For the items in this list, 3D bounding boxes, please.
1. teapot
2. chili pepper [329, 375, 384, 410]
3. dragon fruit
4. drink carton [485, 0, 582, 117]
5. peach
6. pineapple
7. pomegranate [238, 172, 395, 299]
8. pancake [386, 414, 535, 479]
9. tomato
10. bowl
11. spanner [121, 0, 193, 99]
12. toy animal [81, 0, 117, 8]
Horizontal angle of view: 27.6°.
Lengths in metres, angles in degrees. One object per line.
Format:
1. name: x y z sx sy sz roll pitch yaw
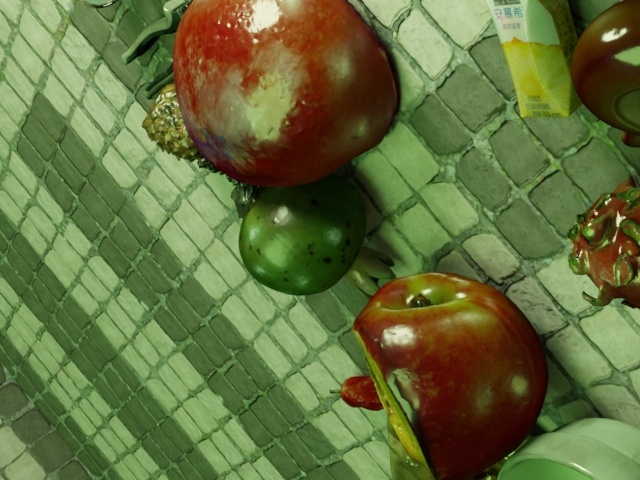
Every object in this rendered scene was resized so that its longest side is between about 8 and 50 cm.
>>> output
1. teapot: 0.327 -0.169 1.227 0.178 0.135 0.252 15 161 4
2. chili pepper: 0.076 0.234 2.012 0.050 0.059 0.191 39 158 -23
3. dragon fruit: 0.358 0.006 1.339 0.236 0.137 0.135 -3 123 51
4. drink carton: 0.217 -0.227 1.338 0.084 0.074 0.200 8 127 48
5. peach: 0.169 0.183 1.663 0.245 0.248 0.275 -6 117 15
6. pineapple: -0.142 -0.126 1.889 0.237 0.111 0.119 41 178 7
7. pomegranate: 0.000 0.001 1.775 0.225 0.187 0.187 30 154 -20
8. pancake: 0.238 0.374 1.918 0.387 0.082 0.387 33 144 28
9. tomato: -0.083 -0.194 1.642 0.335 0.176 0.290 4 129 46
10. bowl: 0.380 0.346 1.628 0.307 0.163 0.307 33 145 27
11. spanner: -0.199 -0.287 1.847 0.096 0.040 0.325 55 147 -5
12. toy animal: -0.334 -0.393 1.885 0.071 0.085 0.124 34 -153 -49
